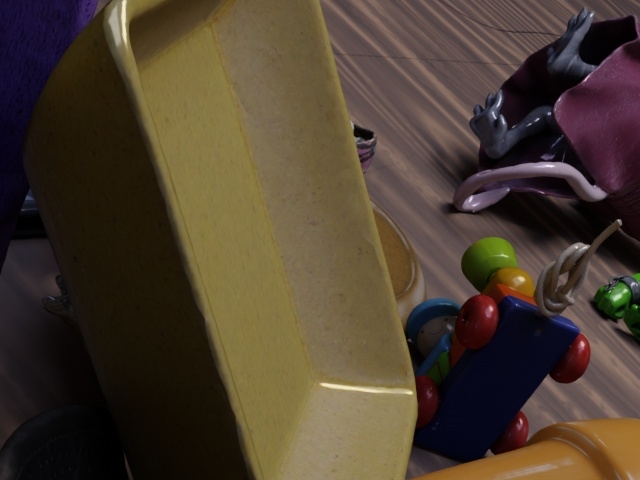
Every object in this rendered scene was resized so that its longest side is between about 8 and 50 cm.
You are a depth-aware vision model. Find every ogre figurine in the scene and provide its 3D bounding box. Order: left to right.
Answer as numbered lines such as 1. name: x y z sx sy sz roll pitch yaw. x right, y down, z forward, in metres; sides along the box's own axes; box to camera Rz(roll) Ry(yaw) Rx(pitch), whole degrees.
1. ogre figurine: 0.402 0.082 1.239 0.197 0.096 0.118 11 35 29

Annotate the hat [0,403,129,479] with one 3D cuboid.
1. hat: -0.119 0.237 0.465 0.134 0.331 0.331 -14 42 0

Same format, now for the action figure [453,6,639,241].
1. action figure: 0.365 -0.076 1.301 0.370 0.248 0.275 39 54 -24

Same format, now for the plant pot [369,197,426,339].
1. plant pot: 0.000 0.000 1.045 0.236 0.032 0.236 23 34 -16

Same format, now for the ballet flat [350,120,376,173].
1. ballet flat: -0.041 -0.139 1.153 0.222 0.079 0.077 30 33 -5

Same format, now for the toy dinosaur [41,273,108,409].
1. toy dinosaur: -0.123 0.031 0.804 0.127 0.200 0.295 9 73 -11

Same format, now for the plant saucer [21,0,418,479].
1. plant saucer: -0.037 0.020 0.595 0.081 0.332 0.333 -10 18 14

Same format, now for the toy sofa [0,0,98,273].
1. toy sofa: -0.215 0.018 0.517 0.177 0.362 0.150 10 37 -24

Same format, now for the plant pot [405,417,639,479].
1. plant pot: 0.120 0.217 0.721 0.188 0.205 0.205 1 42 -19

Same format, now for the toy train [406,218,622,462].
1. toy train: 0.151 0.044 0.919 0.105 0.248 0.143 21 29 -19

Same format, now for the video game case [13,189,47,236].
1. video game case: -0.283 -0.109 0.938 0.248 0.035 0.275 -4 47 -45
